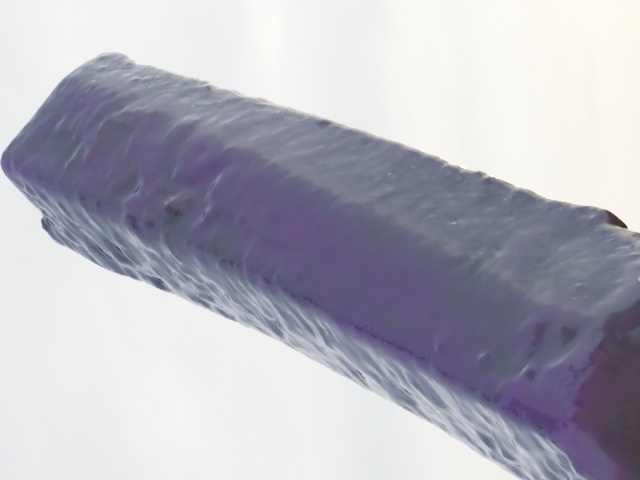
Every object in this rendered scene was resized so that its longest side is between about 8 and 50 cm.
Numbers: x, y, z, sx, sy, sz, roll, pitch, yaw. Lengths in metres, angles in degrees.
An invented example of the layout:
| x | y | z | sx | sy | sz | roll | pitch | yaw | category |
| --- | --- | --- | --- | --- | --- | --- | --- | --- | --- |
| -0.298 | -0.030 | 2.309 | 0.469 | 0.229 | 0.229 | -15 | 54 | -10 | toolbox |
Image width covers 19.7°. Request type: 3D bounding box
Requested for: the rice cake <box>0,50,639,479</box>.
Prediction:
| x | y | z | sx | sy | sz | roll | pitch | yaw | category |
| --- | --- | --- | --- | --- | --- | --- | --- | --- | --- |
| 0.000 | 0.000 | 0.558 | 0.073 | 0.365 | 0.056 | -46 | -56 | -14 | rice cake |
